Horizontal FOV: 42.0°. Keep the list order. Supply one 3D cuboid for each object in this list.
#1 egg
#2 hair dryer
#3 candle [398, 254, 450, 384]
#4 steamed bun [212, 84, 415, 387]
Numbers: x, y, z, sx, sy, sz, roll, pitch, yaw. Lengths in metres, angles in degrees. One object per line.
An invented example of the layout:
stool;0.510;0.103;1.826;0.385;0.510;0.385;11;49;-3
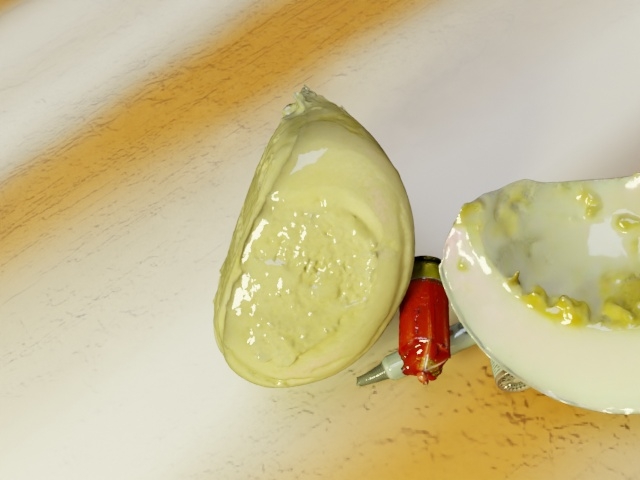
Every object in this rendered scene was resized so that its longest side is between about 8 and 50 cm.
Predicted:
egg;0.263;0.030;0.739;0.271;0.206;0.162;-10;11;26
hair dryer;0.112;0.093;0.837;0.183;0.044;0.155;-16;45;14
candle;0.100;0.079;0.797;0.052;0.052;0.130;-9;51;16
steamed bun;0.000;0.000;0.834;0.166;0.273;0.232;19;13;-9
